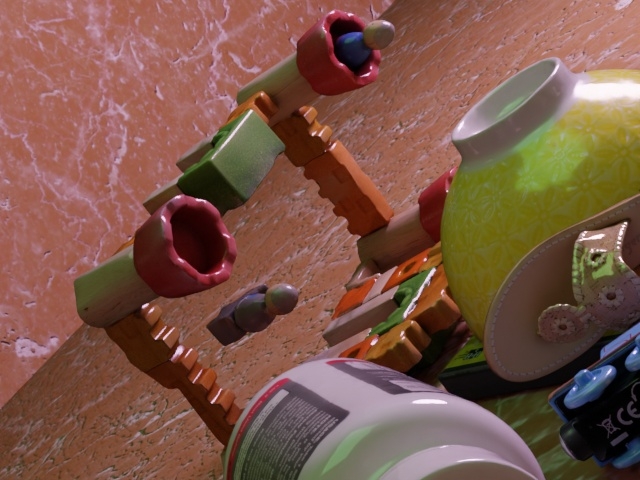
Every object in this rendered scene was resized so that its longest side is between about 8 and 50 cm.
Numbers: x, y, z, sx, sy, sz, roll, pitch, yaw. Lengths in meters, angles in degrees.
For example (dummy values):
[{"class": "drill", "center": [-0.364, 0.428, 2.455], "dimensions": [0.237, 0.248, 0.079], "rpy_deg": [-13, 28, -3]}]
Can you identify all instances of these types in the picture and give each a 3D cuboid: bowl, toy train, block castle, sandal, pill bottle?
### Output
[{"class": "bowl", "center": [0.203, -0.062, 1.429], "dimensions": [0.289, 0.156, 0.289], "rpy_deg": [-36, 12, 9]}, {"class": "toy train", "center": [0.242, 0.085, 1.147], "dimensions": [0.184, 0.080, 0.105], "rpy_deg": [-38, 3, 16]}, {"class": "block castle", "center": [0.000, 0.000, 1.630], "dimensions": [0.213, 0.303, 0.453], "rpy_deg": [-29, 17, 37]}, {"class": "sandal", "center": [0.226, 0.018, 1.246], "dimensions": [0.240, 0.088, 0.079], "rpy_deg": [-36, 7, -12]}, {"class": "pill bottle", "center": [0.049, 0.181, 1.119], "dimensions": [0.176, 0.176, 0.318], "rpy_deg": [-41, 12, -9]}]

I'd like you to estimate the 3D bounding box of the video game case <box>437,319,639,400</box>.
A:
[{"class": "video game case", "center": [0.253, 0.029, 1.408], "dimensions": [0.248, 0.035, 0.275], "rpy_deg": [-46, 15, -31]}]
